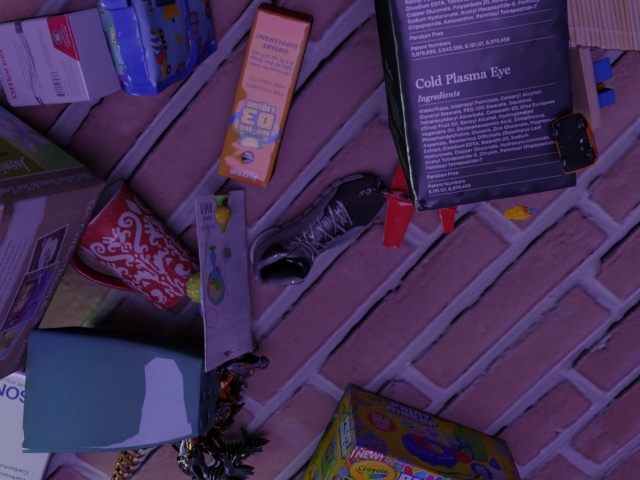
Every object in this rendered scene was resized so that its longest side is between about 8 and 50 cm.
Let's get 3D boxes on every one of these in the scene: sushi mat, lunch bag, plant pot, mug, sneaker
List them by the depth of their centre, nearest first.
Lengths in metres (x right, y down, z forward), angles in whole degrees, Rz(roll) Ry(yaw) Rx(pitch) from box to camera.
[{"bbox_3d":[-0.216,-0.299,0.980,0.138,0.293,0.221,-6,112,2],"label":"lunch bag"},{"bbox_3d":[0.325,-0.364,1.005,0.151,0.019,0.317,1,73,-6],"label":"sushi mat"},{"bbox_3d":[0.000,0.000,1.190,0.228,0.132,0.086,-34,109,12],"label":"sneaker"},{"bbox_3d":[-0.270,0.210,1.196,0.234,0.166,0.166,1,86,8],"label":"plant pot"},{"bbox_3d":[-0.270,0.014,1.221,0.169,0.113,0.150,45,147,-21],"label":"mug"}]

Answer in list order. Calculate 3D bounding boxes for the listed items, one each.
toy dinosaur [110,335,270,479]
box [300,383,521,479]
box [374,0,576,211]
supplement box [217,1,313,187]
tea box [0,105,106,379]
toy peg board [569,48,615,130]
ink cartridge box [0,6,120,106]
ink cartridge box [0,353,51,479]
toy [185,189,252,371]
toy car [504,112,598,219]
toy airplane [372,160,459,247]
[{"bbox_3d":[-0.197,0.283,1.319,0.322,0.164,0.218,-39,93,32],"label":"toy dinosaur"},{"bbox_3d":[0.124,0.426,1.341,0.289,0.177,0.279,21,109,-9],"label":"box"},{"bbox_3d":[0.158,-0.246,0.979,0.178,0.343,0.313,-10,113,4],"label":"box"},{"bbox_3d":[-0.075,-0.193,1.141,0.078,0.080,0.234,14,113,-4],"label":"supplement box"},{"bbox_3d":[-0.511,-0.011,1.082,0.323,0.220,0.329,33,109,9],"label":"tea box"},{"bbox_3d":[0.328,-0.242,1.092,0.079,0.160,0.161,-22,112,-9],"label":"toy peg board"},{"bbox_3d":[-0.346,-0.235,1.096,0.150,0.063,0.109,3,115,31],"label":"ink cartridge box"},{"bbox_3d":[-0.584,0.302,1.339,0.323,0.071,0.330,19,109,-9],"label":"ink cartridge box"},{"bbox_3d":[-0.150,0.050,1.189,0.056,0.137,0.238,4,98,23],"label":"toy"},{"bbox_3d":[0.232,-0.074,0.860,0.122,0.040,0.060,-40,64,31],"label":"toy car"},{"bbox_3d":[0.140,-0.054,1.206,0.151,0.028,0.151,-2,94,-23],"label":"toy airplane"}]
